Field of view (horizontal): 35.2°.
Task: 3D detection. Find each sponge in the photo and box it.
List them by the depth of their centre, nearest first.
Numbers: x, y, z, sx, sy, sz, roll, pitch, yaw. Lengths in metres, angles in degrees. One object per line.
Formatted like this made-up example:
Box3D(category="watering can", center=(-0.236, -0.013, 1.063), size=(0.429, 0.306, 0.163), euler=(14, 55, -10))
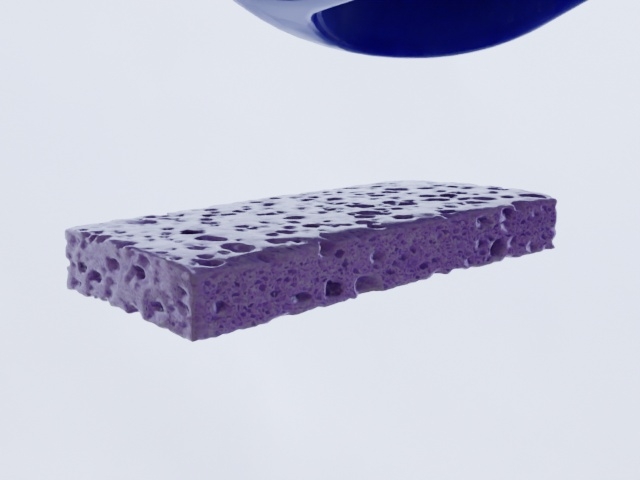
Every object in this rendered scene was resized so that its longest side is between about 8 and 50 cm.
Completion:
Box3D(category="sponge", center=(0.000, 0.000, 0.472), size=(0.117, 0.210, 0.031), euler=(11, -73, 51))

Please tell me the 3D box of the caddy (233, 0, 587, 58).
Box3D(category="caddy", center=(0.074, -0.215, 0.498), size=(0.241, 0.179, 0.341), euler=(24, -31, -32))
